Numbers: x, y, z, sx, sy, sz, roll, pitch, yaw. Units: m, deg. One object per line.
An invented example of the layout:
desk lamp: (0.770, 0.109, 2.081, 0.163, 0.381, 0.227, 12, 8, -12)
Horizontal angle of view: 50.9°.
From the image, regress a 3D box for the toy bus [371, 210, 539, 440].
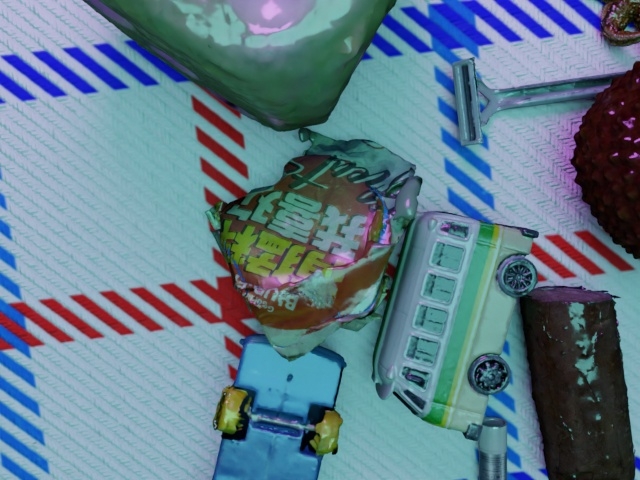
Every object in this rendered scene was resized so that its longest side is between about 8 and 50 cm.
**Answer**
toy bus: (0.166, 0.100, 0.879, 0.164, 0.133, 0.276, 15, 93, -3)

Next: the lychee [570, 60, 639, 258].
lychee: (0.450, -0.094, 0.806, 0.275, 0.276, 0.304, 19, 49, -3)

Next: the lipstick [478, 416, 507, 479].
lipstick: (0.242, 0.322, 0.944, 0.040, 0.040, 0.141, -1, 95, -2)

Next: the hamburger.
hamburger: (0.008, 0.002, 0.853, 0.276, 0.150, 0.260, -40, 53, -10)

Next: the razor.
razor: (0.315, -0.200, 0.906, 0.278, 0.056, 0.111, -9, 96, -8)

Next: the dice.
dice: (-0.068, -0.323, 0.745, 0.330, 0.322, 0.318, 32, 92, -5)

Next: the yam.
yam: (0.346, 0.195, 0.897, 0.131, 0.131, 0.280, -10, 95, -1)

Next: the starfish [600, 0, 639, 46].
starfish: (0.435, -0.316, 0.875, 0.146, 0.074, 0.190, -25, 96, 16)

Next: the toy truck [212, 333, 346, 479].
toy truck: (-0.076, 0.308, 0.874, 0.161, 0.162, 0.385, 12, 93, -2)
